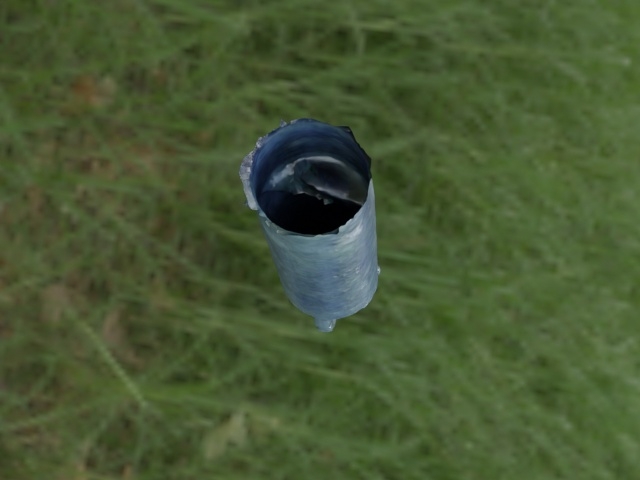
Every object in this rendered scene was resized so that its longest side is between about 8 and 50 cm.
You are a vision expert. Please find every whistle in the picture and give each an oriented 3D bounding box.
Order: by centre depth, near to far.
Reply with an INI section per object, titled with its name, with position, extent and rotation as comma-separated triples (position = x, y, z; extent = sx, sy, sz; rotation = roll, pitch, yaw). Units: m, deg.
[whistle]
position = 0.000, 0.000, 0.995
extent = 0.304, 0.062, 0.062
rotation = 76, 27, -79
